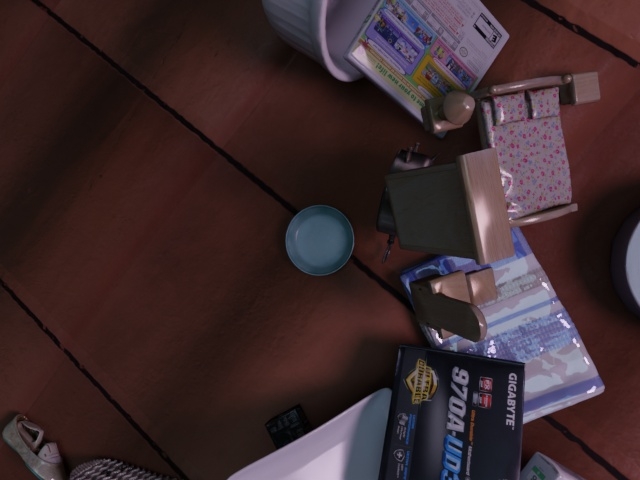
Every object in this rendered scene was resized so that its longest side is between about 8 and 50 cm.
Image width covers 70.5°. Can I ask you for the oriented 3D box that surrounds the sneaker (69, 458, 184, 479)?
[{"bbox_3d":[-0.307,0.495,0.783,0.293,0.102,0.146,11,93,19],"label":"sneaker"}]

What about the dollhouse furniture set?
[{"bbox_3d":[0.289,-0.061,0.583,0.356,0.174,0.303,-15,98,-17],"label":"dollhouse furniture set"}]

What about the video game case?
[{"bbox_3d":[0.165,-0.293,0.682,0.212,0.023,0.193,30,95,-28],"label":"video game case"}]

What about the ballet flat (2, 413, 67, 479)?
[{"bbox_3d":[-0.540,0.396,0.863,0.168,0.057,0.052,32,85,13],"label":"ballet flat"}]

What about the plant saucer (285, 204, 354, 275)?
[{"bbox_3d":[0.000,0.000,0.771,0.119,0.021,0.119,-1,87,14],"label":"plant saucer"}]

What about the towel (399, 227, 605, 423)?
[{"bbox_3d":[0.268,0.137,0.692,0.209,0.034,0.285,-26,81,10],"label":"towel"}]

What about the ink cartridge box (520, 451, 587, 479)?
[{"bbox_3d":[0.303,0.422,0.617,0.181,0.056,0.224,33,93,-17],"label":"ink cartridge box"}]

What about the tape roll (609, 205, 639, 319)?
[{"bbox_3d":[0.524,0.032,0.611,0.219,0.072,0.219,0,89,17],"label":"tape roll"}]

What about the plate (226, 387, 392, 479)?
[{"bbox_3d":[0.041,0.395,0.636,0.278,0.045,0.277,-22,81,-21],"label":"plate"}]

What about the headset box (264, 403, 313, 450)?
[{"bbox_3d":[-0.045,0.328,0.757,0.062,0.032,0.083,-32,81,10],"label":"headset box"}]

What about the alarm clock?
[{"bbox_3d":[0.126,-0.051,0.695,0.064,0.129,0.192,20,111,12],"label":"alarm clock"}]

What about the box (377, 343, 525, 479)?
[{"bbox_3d":[0.180,0.266,0.619,0.175,0.051,0.220,5,65,23],"label":"box"}]

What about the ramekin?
[{"bbox_3d":[0.038,-0.393,0.663,0.135,0.277,0.277,35,95,21],"label":"ramekin"}]
